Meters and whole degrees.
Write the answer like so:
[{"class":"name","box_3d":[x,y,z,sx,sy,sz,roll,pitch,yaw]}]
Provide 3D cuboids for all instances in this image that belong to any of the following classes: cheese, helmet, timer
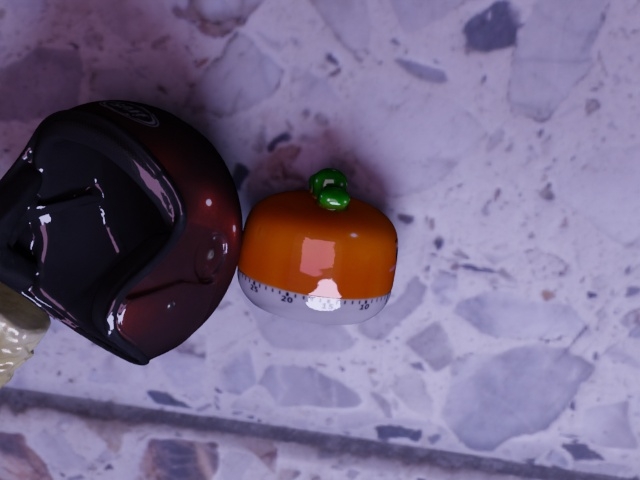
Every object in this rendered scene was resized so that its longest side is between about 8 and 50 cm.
[{"class":"cheese","box_3d":[-0.331,0.096,1.188,0.123,0.094,0.167,41,112,-5]},{"class":"helmet","box_3d":[-0.159,-0.007,1.063,0.189,0.193,0.216,25,124,31]},{"class":"timer","box_3d":[0.000,0.000,1.097,0.136,0.099,0.136,0,103,-2]}]
